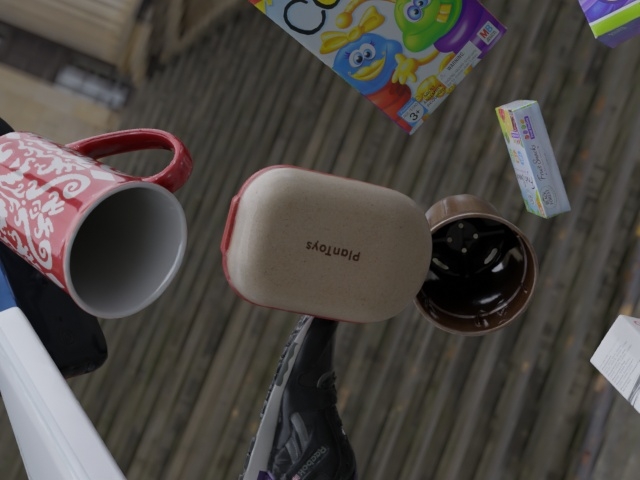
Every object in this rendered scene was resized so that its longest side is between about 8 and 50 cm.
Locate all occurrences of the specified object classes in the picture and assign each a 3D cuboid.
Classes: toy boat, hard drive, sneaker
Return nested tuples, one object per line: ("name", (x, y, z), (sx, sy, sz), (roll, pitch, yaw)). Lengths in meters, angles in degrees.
("toy boat", (0.000, 0.000, 1.587), (0.151, 0.231, 0.151), (-146, 70, -69))
("hard drive", (-0.206, 0.241, 1.322), (0.353, 0.047, 0.233), (45, 151, 50))
("sneaker", (-0.006, 0.210, 1.639), (0.107, 0.124, 0.283), (-58, -14, -81))

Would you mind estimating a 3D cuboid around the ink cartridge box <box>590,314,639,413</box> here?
("ink cartridge box", (0.479, 0.195, 1.970), (0.086, 0.148, 0.203), (-62, 36, 20))

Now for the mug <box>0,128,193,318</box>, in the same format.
("mug", (-0.189, -0.026, 1.200), (0.150, 0.169, 0.113), (-24, -55, -35))

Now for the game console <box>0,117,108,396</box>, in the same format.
("game console", (-0.425, 0.016, 1.589), (0.060, 0.342, 0.387), (-37, -15, 35))

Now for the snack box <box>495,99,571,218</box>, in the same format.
("snack box", (0.263, -0.103, 1.845), (0.100, 0.037, 0.141), (-124, 15, -81))

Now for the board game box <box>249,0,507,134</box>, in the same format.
("board game box", (0.021, -0.247, 1.396), (0.144, 0.275, 0.142), (-48, 40, 9))

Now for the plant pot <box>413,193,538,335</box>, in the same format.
("plant pot", (0.195, 0.021, 1.966), (0.165, 0.167, 0.167), (-91, 21, -73))

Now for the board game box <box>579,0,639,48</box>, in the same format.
("board game box", (0.303, -0.315, 1.012), (0.347, 0.233, 0.078), (-26, -7, 19))
